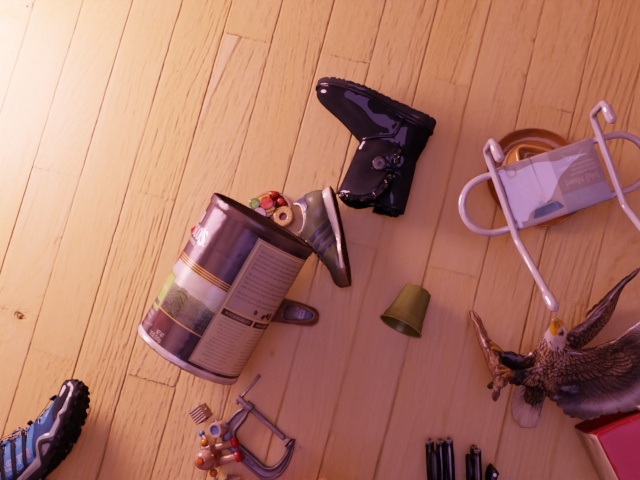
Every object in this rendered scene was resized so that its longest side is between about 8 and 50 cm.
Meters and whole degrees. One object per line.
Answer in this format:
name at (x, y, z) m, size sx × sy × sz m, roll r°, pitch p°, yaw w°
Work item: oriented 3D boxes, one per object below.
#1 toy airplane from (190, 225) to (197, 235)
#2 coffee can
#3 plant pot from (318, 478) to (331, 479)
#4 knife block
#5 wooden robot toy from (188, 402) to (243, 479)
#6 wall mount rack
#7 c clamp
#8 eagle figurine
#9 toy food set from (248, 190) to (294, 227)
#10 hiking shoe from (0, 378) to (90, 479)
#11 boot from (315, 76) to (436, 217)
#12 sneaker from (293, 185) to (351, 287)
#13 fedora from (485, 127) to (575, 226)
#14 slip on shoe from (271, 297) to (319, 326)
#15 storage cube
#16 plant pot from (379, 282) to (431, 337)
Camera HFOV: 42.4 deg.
toy airplane at (-0.191, 0.033, 1.559) m, size 0.151 × 0.028 × 0.151 m, roll -1°, pitch 83°, yaw 5°
coffee can at (-0.165, 0.084, 1.445) m, size 0.201 × 0.201 × 0.275 m, roll 30°, pitch 93°, yaw 9°
plant pot at (-0.022, 0.561, 1.362) m, size 0.267 × 0.236 × 0.267 m, roll -31°, pitch 79°, yaw 0°
knife block at (0.217, 0.493, 1.425) m, size 0.242 × 0.088 × 0.276 m, roll 42°, pitch 88°, yaw 10°
wooden robot toy at (-0.193, 0.378, 1.475) m, size 0.076 × 0.079 × 0.173 m, roll -23°, pitch 80°, yaw 20°
wall mount rack at (0.425, -0.056, 1.390) m, size 0.350 × 0.130 × 0.304 m, roll -19°, pitch 85°, yaw 1°
c clamp at (-0.108, 0.351, 1.509) m, size 0.137 × 0.022 × 0.160 m, roll -45°, pitch 80°, yaw -2°
eagle figurine at (0.424, 0.185, 1.380) m, size 0.298 × 0.225 × 0.226 m, roll -13°, pitch 80°, yaw 4°
toy food set at (-0.095, -0.054, 1.567) m, size 0.082 × 0.020 × 0.083 m, roll -24°, pitch 81°, yaw 2°
hiking shoe at (-0.534, 0.378, 1.497) m, size 0.132 × 0.113 × 0.304 m, roll 27°, pitch 85°, yaw 8°
boot at (0.073, -0.171, 1.531) m, size 0.246 × 0.094 × 0.207 m, roll 23°, pitch 81°, yaw 2°
sneaker at (0.000, 0.000, 1.534) m, size 0.086 × 0.064 × 0.192 m, roll -13°, pitch 80°, yaw 11°
fedora at (0.398, -0.122, 1.502) m, size 0.194 × 0.079 × 0.194 m, roll -1°, pitch 81°, yaw 6°
slip on shoe at (-0.070, 0.131, 1.527) m, size 0.135 × 0.041 × 0.051 m, roll 14°, pitch 83°, yaw 7°
storage cube at (0.565, 0.362, 1.363) m, size 0.193 × 0.183 × 0.215 m, roll -24°, pitch 80°, yaw 2°
plant pot at (0.161, 0.122, 1.494) m, size 0.083 × 0.083 × 0.079 m, roll 25°, pitch 73°, yaw 8°
